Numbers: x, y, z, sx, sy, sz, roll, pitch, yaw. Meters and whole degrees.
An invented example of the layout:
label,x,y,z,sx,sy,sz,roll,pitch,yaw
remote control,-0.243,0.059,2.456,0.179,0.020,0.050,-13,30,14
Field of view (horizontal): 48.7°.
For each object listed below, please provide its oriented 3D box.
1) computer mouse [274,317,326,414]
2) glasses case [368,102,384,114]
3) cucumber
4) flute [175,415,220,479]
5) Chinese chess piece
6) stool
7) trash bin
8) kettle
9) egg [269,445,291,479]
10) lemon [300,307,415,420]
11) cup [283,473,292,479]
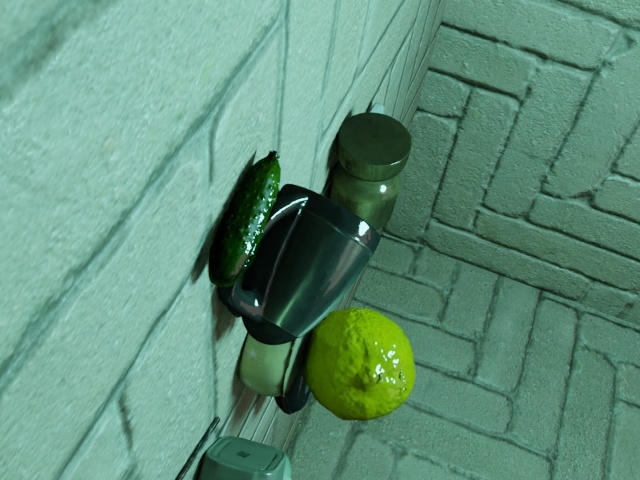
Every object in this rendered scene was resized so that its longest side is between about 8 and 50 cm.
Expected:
label,x,y,z,sx,sy,sz,roll,pitch,yaw
computer mouse,-0.069,0.323,1.973,0.183,0.116,0.323,-12,115,-79
glasses case,0.137,-0.301,2.025,0.074,0.049,0.193,29,83,-82
cucumber,-0.107,-0.036,1.046,0.069,0.069,0.227,90,20,-68
flute,-0.256,0.435,1.389,0.269,0.014,0.014,-57,165,-59
Chinese chess piece,-0.089,0.223,1.618,0.270,0.112,0.269,20,90,-82
stool,0.118,-0.166,1.782,0.264,0.179,0.179,99,14,-54
trash bin,-0.189,0.588,1.565,0.219,0.220,0.250,-17,120,-81
kettle,-0.043,0.060,1.249,0.271,0.207,0.251,-61,177,-7
egg,-0.164,0.730,2.211,0.149,0.149,0.192,-54,162,-62
lemon,0.086,0.287,1.657,0.322,0.268,0.268,168,-56,-76
cup,-0.205,0.798,1.990,0.290,0.219,0.257,-37,-171,30
